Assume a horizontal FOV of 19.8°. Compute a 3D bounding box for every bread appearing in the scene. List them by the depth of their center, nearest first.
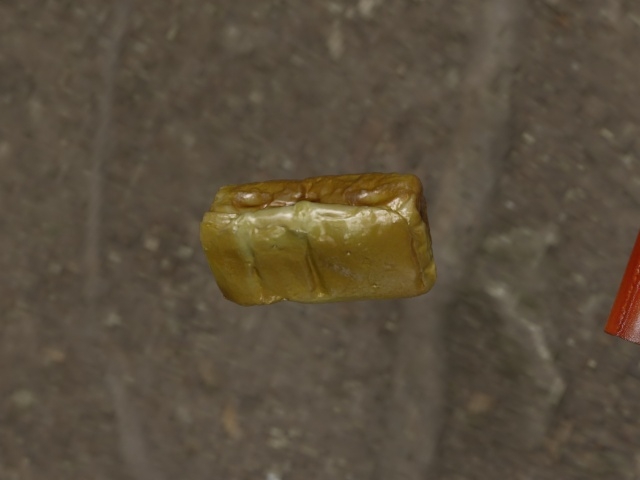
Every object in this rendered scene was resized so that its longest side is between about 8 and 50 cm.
[{"bbox_3d":[0.000,0.000,1.039,0.132,0.074,0.053,-1,42,12],"label":"bread"}]

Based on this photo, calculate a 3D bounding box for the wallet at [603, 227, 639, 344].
[{"bbox_3d":[0.304,-0.007,1.342,0.045,0.142,0.204,-134,61,-79],"label":"wallet"}]
